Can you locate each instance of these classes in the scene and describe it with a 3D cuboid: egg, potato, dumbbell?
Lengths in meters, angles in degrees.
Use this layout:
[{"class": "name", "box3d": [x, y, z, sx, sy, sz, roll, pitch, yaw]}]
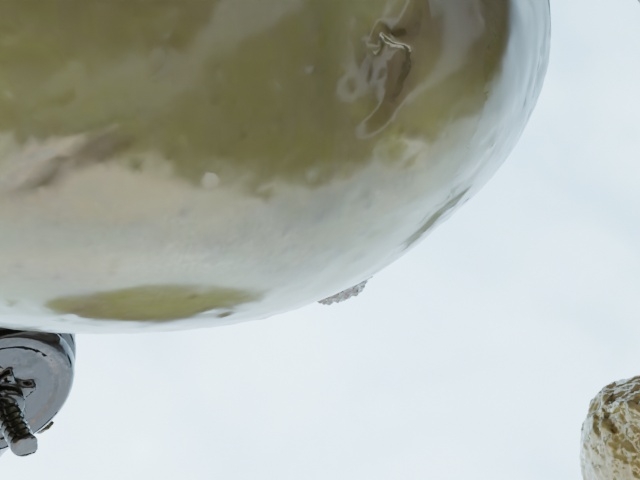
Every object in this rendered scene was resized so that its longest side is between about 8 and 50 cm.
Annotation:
[{"class": "egg", "box3d": [0.229, 0.143, 1.027, 0.140, 0.118, 0.116, 38, -103, -17]}, {"class": "potato", "box3d": [-0.074, -0.081, 0.534, 0.326, 0.221, 0.243, 8, -165, -18]}, {"class": "dumbbell", "box3d": [-0.178, 0.029, 0.757, 0.099, 0.099, 0.208, -10, -138, -30]}]

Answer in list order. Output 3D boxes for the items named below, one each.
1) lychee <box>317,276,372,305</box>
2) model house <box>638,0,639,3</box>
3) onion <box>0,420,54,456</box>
[{"class": "lychee", "box3d": [0.000, 0.000, 2.054, 0.197, 0.165, 0.165, 34, -160, -51]}, {"class": "model house", "box3d": [0.331, -0.305, 1.412, 0.172, 0.166, 0.183, 46, -175, -39]}, {"class": "onion", "box3d": [-0.233, 0.106, 1.111, 0.140, 0.150, 0.150, 10, -145, 28]}]
